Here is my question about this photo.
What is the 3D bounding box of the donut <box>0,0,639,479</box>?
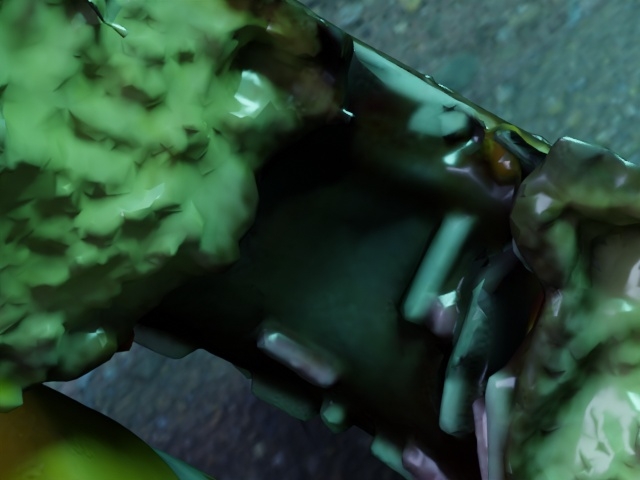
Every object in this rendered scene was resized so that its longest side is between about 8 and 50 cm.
[{"bbox_3d":[-0.002,-0.002,0.546,0.136,0.345,0.259,-62,19,3],"label":"donut"}]

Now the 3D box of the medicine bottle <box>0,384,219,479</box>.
[{"bbox_3d":[-0.083,0.177,0.563,0.238,0.232,0.238,-18,57,30],"label":"medicine bottle"}]
